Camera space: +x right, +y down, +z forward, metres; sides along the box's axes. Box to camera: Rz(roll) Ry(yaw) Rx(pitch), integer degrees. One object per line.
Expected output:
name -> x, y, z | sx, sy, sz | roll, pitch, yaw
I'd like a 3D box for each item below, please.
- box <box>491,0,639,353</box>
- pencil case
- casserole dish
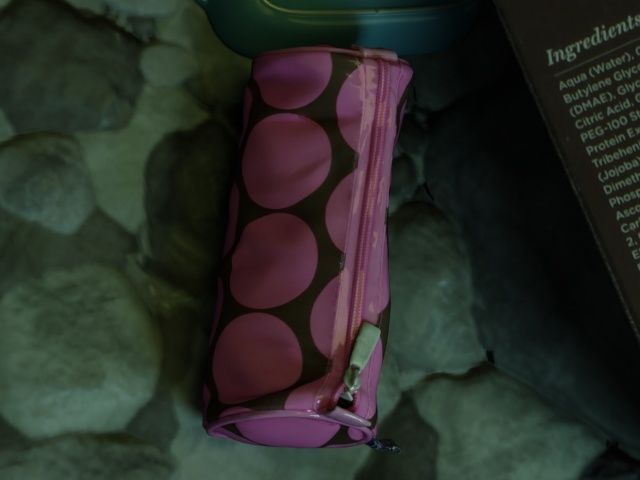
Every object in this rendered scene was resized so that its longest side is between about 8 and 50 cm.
box -> 0.210, -0.009, 0.874 | 0.143, 0.191, 0.381 | -25, 91, 11
pencil case -> 0.000, 0.000, 0.853 | 0.095, 0.098, 0.209 | 11, 72, -22
casserole dish -> 0.016, -0.158, 0.935 | 0.188, 0.037, 0.114 | -6, 79, -25
